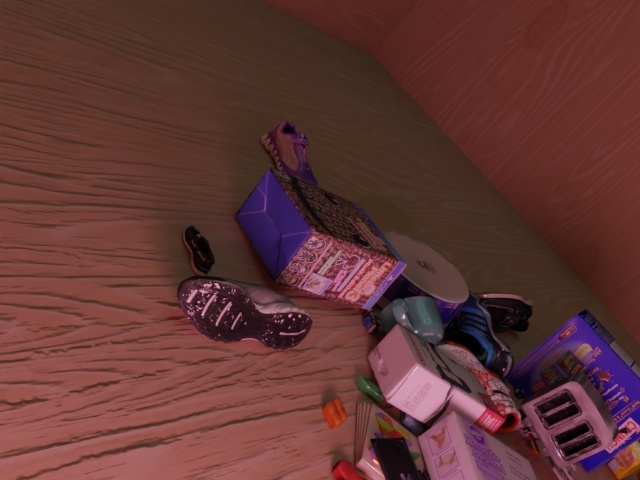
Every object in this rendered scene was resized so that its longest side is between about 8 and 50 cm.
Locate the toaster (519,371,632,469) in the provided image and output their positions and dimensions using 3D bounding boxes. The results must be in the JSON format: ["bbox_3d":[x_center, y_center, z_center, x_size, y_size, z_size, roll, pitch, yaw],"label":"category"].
[{"bbox_3d":[0.568,0.404,1.651,0.168,0.186,0.110,61,24,12],"label":"toaster"}]

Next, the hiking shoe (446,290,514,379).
[{"bbox_3d":[0.370,0.220,1.856,0.132,0.113,0.304,13,30,-35],"label":"hiking shoe"}]

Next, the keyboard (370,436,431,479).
[{"bbox_3d":[0.149,0.411,1.213,0.108,0.023,0.180,11,43,-38],"label":"keyboard"}]

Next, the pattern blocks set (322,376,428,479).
[{"bbox_3d":[0.123,0.374,1.294,0.285,0.026,0.324,34,24,-21],"label":"pattern blocks set"}]

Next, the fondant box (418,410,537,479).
[{"bbox_3d":[0.314,0.488,1.269,0.238,0.096,0.330,36,21,-27],"label":"fondant box"}]

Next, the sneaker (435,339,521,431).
[{"bbox_3d":[0.343,0.332,1.640,0.270,0.090,0.145,34,21,-25],"label":"sneaker"}]

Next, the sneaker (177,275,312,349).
[{"bbox_3d":[-0.139,0.116,1.261,0.272,0.100,0.108,24,15,-44],"label":"sneaker"}]

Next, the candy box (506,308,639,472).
[{"bbox_3d":[0.683,0.382,1.870,0.317,0.268,0.122,52,28,19],"label":"candy box"}]

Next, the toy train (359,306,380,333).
[{"bbox_3d":[0.105,0.152,1.655,0.036,0.027,0.158,28,27,-26],"label":"toy train"}]

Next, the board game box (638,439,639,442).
[{"bbox_3d":[0.834,0.478,2.187,0.233,0.078,0.347,6,42,-55],"label":"board game box"}]

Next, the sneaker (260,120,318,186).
[{"bbox_3d":[-0.068,-0.232,1.955,0.095,0.104,0.236,13,38,-52],"label":"sneaker"}]

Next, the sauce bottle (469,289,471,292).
[{"bbox_3d":[0.411,0.153,2.130,0.128,0.042,0.042,33,24,-26],"label":"sauce bottle"}]

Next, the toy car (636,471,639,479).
[{"bbox_3d":[0.909,0.633,1.915,0.136,0.182,0.159,43,4,16],"label":"toy car"}]

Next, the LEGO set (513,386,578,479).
[{"bbox_3d":[0.525,0.477,1.757,0.244,0.060,0.182,57,24,4],"label":"LEGO set"}]

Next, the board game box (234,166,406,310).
[{"bbox_3d":[0.000,0.000,1.580,0.291,0.141,0.232,19,26,-43],"label":"board game box"}]

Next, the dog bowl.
[{"bbox_3d":[0.231,0.099,1.808,0.265,0.104,0.265,27,26,-15],"label":"dog bowl"}]

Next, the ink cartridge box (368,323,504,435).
[{"bbox_3d":[0.229,0.295,1.475,0.237,0.100,0.172,34,12,-19],"label":"ink cartridge box"}]

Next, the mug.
[{"bbox_3d":[0.191,0.191,1.581,0.158,0.129,0.097,9,53,-35],"label":"mug"}]

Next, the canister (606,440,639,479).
[{"bbox_3d":[0.785,0.536,1.954,0.073,0.126,0.170,-15,55,-22],"label":"canister"}]

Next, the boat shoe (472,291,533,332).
[{"bbox_3d":[0.528,0.215,2.127,0.340,0.127,0.113,17,76,-58],"label":"boat shoe"}]

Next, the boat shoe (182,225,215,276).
[{"bbox_3d":[-0.224,0.012,1.358,0.046,0.038,0.125,26,28,-35],"label":"boat shoe"}]
